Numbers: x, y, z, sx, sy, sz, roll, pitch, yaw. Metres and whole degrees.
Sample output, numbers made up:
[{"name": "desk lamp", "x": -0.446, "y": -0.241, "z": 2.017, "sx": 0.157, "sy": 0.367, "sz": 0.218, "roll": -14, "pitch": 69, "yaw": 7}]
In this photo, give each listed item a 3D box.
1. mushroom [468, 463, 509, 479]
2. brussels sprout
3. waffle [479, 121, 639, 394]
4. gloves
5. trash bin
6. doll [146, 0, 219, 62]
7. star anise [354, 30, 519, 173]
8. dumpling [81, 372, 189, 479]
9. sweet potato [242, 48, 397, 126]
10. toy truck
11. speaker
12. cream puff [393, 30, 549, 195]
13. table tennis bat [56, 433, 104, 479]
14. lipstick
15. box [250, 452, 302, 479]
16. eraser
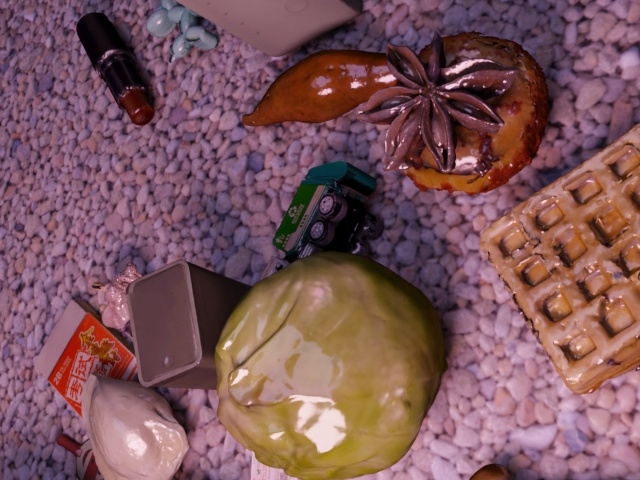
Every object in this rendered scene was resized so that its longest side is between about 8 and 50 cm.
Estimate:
[{"name": "mushroom", "x": 0.328, "y": 0.363, "z": 1.027, "sx": 0.350, "sy": 0.128, "sz": 0.128, "roll": 8, "pitch": 82, "yaw": 38}, {"name": "brussels sprout", "x": 0.022, "y": 0.177, "z": 1.174, "sx": 0.328, "sy": 0.247, "sz": 0.328, "roll": -4, "pitch": 77, "yaw": 18}, {"name": "waffle", "x": 0.414, "y": -0.009, "z": 1.077, "sx": 0.376, "sy": 0.114, "sz": 0.261, "roll": -38, "pitch": 58, "yaw": 18}, {"name": "gloves", "x": -0.332, "y": 0.114, "z": 1.517, "sx": 0.110, "sy": 0.094, "sz": 0.144, "roll": -37, "pitch": 81, "yaw": 45}, {"name": "trash bin", "x": -0.164, "y": 0.145, "z": 1.315, "sx": 0.122, "sy": 0.240, "sz": 0.164, "roll": -24, "pitch": 65, "yaw": 25}, {"name": "doll", "x": -0.266, "y": -0.422, "z": 1.635, "sx": 0.158, "sy": 0.059, "sz": 0.159, "roll": -17, "pitch": 71, "yaw": 27}, {"name": "star anise", "x": 0.143, "y": -0.170, "z": 1.119, "sx": 0.212, "sy": 0.073, "sz": 0.197, "roll": 35, "pitch": 92, "yaw": 31}, {"name": "dumpling", "x": -0.333, "y": 0.331, "z": 1.438, "sx": 0.252, "sy": 0.131, "sz": 0.179, "roll": 26, "pitch": 107, "yaw": 27}, {"name": "sweet potato", "x": 0.010, "y": -0.253, "z": 1.393, "sx": 0.359, "sy": 0.112, "sz": 0.112, "roll": -15, "pitch": 70, "yaw": 31}, {"name": "toy truck", "x": 0.000, "y": 0.000, "z": 1.333, "sx": 0.124, "sy": 0.114, "sz": 0.253, "roll": 32, "pitch": 95, "yaw": 47}, {"name": "speaker", "x": -0.123, "y": -0.451, "z": 1.351, "sx": 0.184, "sy": 0.406, "sz": 0.183, "roll": -27, "pitch": 64, "yaw": 28}, {"name": "cream puff", "x": 0.211, "y": -0.173, "z": 1.215, "sx": 0.240, "sy": 0.164, "sz": 0.240, "roll": -5, "pitch": 70, "yaw": 15}, {"name": "table tennis bat", "x": -0.423, "y": 0.393, "z": 1.547, "sx": 0.154, "sy": 0.019, "sz": 0.098, "roll": 21, "pitch": 89, "yaw": 31}, {"name": "lipstick", "x": -0.402, "y": -0.340, "z": 1.686, "sx": 0.081, "sy": 0.081, "sz": 0.300, "roll": -44, "pitch": 58, "yaw": 15}, {"name": "box", "x": -0.060, "y": 0.366, "z": 1.310, "sx": 0.089, "sy": 0.043, "sz": 0.125, "roll": -3, "pitch": 76, "yaw": 31}, {"name": "eraser", "x": -0.426, "y": 0.230, "z": 1.577, "sx": 0.230, "sy": 0.038, "sz": 0.157, "roll": 35, "pitch": 97, "yaw": 32}]
